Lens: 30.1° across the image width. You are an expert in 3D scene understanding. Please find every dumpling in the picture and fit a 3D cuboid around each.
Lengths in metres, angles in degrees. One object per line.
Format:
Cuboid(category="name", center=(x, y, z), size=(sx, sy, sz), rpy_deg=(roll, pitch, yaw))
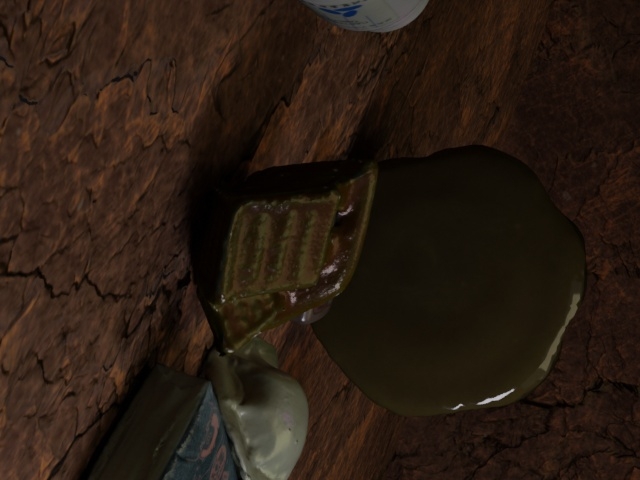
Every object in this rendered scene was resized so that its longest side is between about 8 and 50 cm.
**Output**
Cuboid(category="dumpling", center=(-0.098, 0.235, 1.621), size=(0.179, 0.131, 0.252), rpy_deg=(51, 32, -49))

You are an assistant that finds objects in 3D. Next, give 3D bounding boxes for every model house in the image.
Cuboid(category="model house", center=(-0.063, 0.028, 1.415), size=(0.239, 0.173, 0.268), rpy_deg=(-35, 139, -68))

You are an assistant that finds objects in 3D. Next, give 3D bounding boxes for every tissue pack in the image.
Cuboid(category="tissue pack", center=(-0.195, 0.323, 1.455), size=(0.315, 0.103, 0.228), rpy_deg=(85, 29, -56))

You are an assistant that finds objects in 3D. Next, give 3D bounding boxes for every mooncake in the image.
Cuboid(category="mooncake", center=(0.214, 0.071, 1.991), size=(0.262, 0.467, 0.467), rpy_deg=(15, 94, -80))

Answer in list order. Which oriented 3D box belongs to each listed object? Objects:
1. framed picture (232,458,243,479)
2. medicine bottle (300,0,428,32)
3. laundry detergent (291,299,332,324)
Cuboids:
Cuboid(category="framed picture", center=(-0.149, 0.340, 1.782), size=(0.184, 0.016, 0.250), rpy_deg=(-46, 152, -46))
Cuboid(category="medicine bottle", center=(0.040, -0.329, 1.350), size=(0.293, 0.170, 0.170), rpy_deg=(0, 108, -74))
Cuboid(category="laundry detergent", center=(0.000, 0.000, 1.820), size=(0.171, 0.076, 0.237), rpy_deg=(-23, 129, -72))
